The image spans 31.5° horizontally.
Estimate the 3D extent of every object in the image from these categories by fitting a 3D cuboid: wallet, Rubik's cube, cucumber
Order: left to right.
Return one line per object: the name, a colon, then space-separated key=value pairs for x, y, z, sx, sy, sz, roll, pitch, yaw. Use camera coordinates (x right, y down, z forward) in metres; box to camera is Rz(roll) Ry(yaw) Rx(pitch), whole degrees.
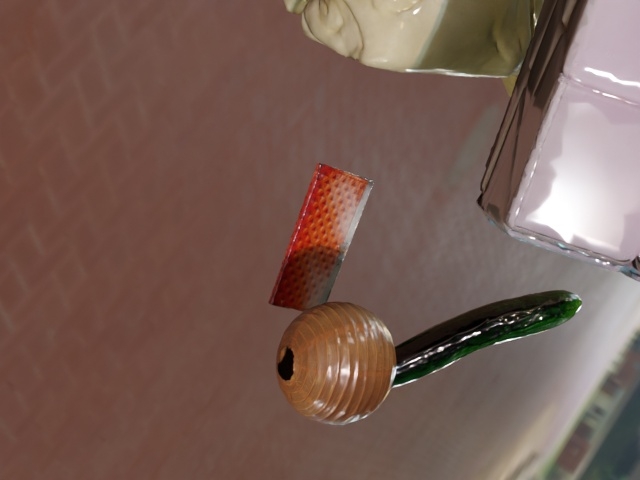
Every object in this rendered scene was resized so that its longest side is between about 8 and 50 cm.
wallet: x=0.000 y=0.000 z=1.491 sx=0.103 sy=0.020 sz=0.196 roll=17 pitch=96 yaw=-44
cucumber: x=0.169 y=0.113 z=1.325 sx=0.284 sy=0.056 sz=0.056 roll=-20 pitch=158 yaw=-2
Rubik's cube: x=0.239 y=-0.080 z=0.691 sx=0.231 sy=0.225 sz=0.221 roll=-57 pitch=165 yaw=-83

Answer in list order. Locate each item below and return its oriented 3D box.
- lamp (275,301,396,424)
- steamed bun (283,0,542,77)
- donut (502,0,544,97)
lamp: x=0.016 y=0.133 z=1.236 sx=0.136 sy=0.136 sz=0.136 roll=-51 pitch=162 yaw=-24
steamed bun: x=0.087 y=-0.269 z=1.030 sx=0.289 sy=0.276 sz=0.203 roll=-13 pitch=121 yaw=-55
donut: x=0.231 y=-0.199 z=1.205 sx=0.108 sy=0.065 sz=0.166 roll=-26 pitch=117 yaw=-36
